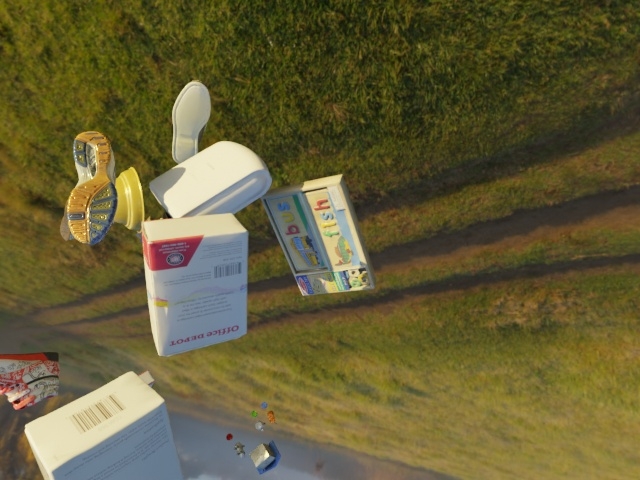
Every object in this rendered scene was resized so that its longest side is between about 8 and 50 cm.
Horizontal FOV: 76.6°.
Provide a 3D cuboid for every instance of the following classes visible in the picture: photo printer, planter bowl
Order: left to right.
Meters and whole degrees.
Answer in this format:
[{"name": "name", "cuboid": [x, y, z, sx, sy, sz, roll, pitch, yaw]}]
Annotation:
[{"name": "planter bowl", "cuboid": [-0.648, -0.127, 1.318, 0.090, 0.217, 0.217, -9, 167, -35]}, {"name": "photo printer", "cuboid": [-0.309, -0.165, 1.176, 0.256, 0.307, 0.107, 40, 158, 40]}]

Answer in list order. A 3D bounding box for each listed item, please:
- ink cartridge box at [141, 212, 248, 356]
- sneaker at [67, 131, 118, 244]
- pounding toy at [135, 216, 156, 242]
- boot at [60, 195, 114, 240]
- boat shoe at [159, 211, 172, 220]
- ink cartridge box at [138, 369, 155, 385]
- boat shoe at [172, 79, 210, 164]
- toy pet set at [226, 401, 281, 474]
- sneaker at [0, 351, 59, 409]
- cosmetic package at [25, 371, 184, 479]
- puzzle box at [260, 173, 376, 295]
[{"name": "ink cartridge box", "cuboid": [-0.302, 0.102, 0.992, 0.226, 0.131, 0.307, -8, 119, -29]}, {"name": "sneaker", "cuboid": [-0.573, -0.125, 1.053, 0.111, 0.297, 0.131, 1, 164, -15]}, {"name": "pounding toy", "cuboid": [-0.633, 0.007, 1.605, 0.181, 0.094, 0.206, 43, 173, -22]}, {"name": "boot", "cuboid": [-0.812, -0.097, 1.444, 0.077, 0.165, 0.213, 46, 118, 13]}, {"name": "boat shoe", "cuboid": [-0.475, -0.032, 1.393, 0.189, 0.068, 0.072, 32, 110, 5]}, {"name": "ink cartridge box", "cuboid": [-0.730, 0.588, 1.616, 0.056, 0.099, 0.135, 50, 131, 12]}, {"name": "boat shoe", "cuboid": [-0.425, -0.390, 1.322, 0.109, 0.091, 0.305, 10, 134, -21]}, {"name": "toy pet set", "cuboid": [-0.138, 0.470, 0.952, 0.114, 0.122, 0.065, 45, 173, 39]}, {"name": "sneaker", "cuboid": [-0.858, 0.393, 1.114, 0.090, 0.145, 0.270, -23, 161, 23]}, {"name": "cosmetic package", "cuboid": [-0.413, 0.503, 0.834, 0.156, 0.217, 0.385, 17, 117, 39]}, {"name": "puzzle box", "cuboid": [0.000, 0.000, 1.313, 0.271, 0.052, 0.409, -9, 121, 23]}]
